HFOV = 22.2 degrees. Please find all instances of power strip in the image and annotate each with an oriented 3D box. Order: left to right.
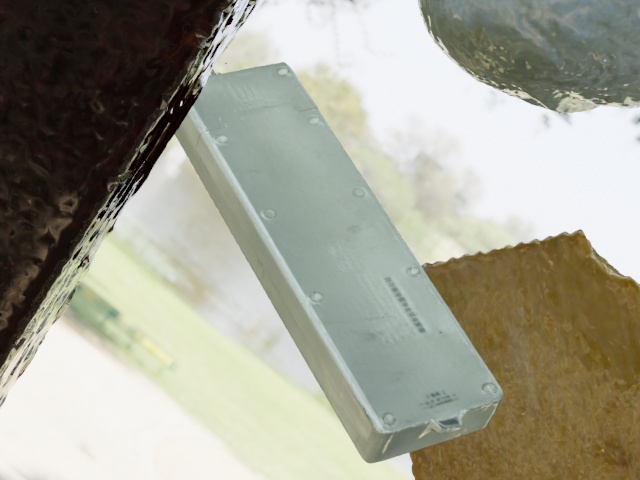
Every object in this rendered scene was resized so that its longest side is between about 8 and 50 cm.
[{"bbox_3d":[0.000,0.000,1.173,0.367,0.106,0.043,59,-34,30],"label":"power strip"}]

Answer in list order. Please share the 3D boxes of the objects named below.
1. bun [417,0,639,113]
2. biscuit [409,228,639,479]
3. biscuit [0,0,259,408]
[{"bbox_3d":[0.250,-0.230,1.319,0.362,0.362,0.211,42,-24,51],"label":"bun"},{"bbox_3d":[0.159,0.119,1.270,0.013,0.232,0.236,-3,81,-55],"label":"biscuit"},{"bbox_3d":[-0.135,-0.029,0.668,0.107,0.388,0.073,34,15,0],"label":"biscuit"}]
